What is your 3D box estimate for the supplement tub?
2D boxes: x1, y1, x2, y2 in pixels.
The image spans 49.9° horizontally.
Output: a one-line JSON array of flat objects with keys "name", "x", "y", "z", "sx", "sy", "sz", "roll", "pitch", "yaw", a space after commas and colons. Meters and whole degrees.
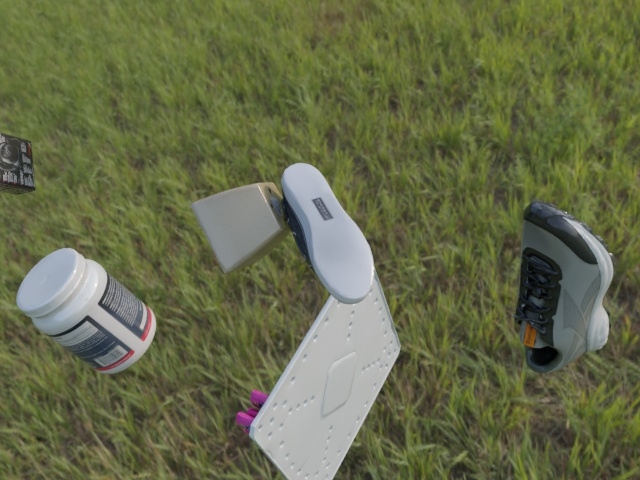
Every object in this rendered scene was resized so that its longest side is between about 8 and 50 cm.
[{"name": "supplement tub", "x": -0.526, "y": 0.163, "z": 1.564, "sx": 0.191, "sy": 0.272, "sz": 0.191, "roll": -20, "pitch": 43, "yaw": 19}]

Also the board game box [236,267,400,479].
[{"name": "board game box", "x": 0.017, "y": 0.264, "z": 1.302, "sx": 0.050, "sy": 0.389, "sz": 0.390, "roll": 18, "pitch": 60, "yaw": 29}]

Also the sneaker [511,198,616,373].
[{"name": "sneaker", "x": 0.280, "y": 0.066, "z": 0.820, "sx": 0.108, "sy": 0.271, "sz": 0.100, "roll": -35, "pitch": 40, "yaw": -14}]

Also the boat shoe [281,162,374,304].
[{"name": "boat shoe", "x": 0.000, "y": 0.000, "z": 0.917, "sx": 0.080, "sy": 0.076, "sz": 0.228, "roll": -16, "pitch": 57, "yaw": -23}]

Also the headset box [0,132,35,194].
[{"name": "headset box", "x": -0.367, "y": -0.089, "z": 0.782, "sx": 0.032, "sy": 0.062, "sz": 0.083, "roll": -11, "pitch": -6, "yaw": 18}]

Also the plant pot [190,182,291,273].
[{"name": "plant pot", "x": -0.099, "y": -0.028, "z": 0.972, "sx": 0.096, "sy": 0.109, "sz": 0.109, "roll": -28, "pitch": -2, "yaw": 15}]
